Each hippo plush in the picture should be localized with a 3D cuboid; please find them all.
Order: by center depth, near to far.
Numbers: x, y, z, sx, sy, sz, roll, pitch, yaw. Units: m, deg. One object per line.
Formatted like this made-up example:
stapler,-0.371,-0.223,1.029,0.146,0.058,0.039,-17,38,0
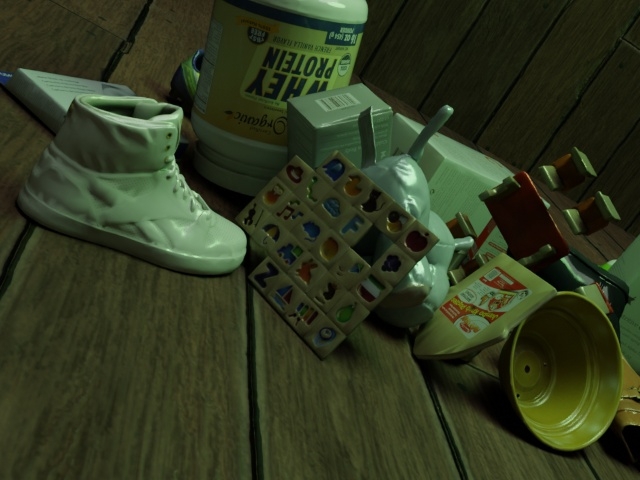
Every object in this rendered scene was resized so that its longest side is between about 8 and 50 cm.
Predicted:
hippo plush,0.076,-0.002,1.186,0.235,0.294,0.236,3,-18,23

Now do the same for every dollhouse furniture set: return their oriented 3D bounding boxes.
dollhouse furniture set,0.344,0.020,1.336,0.135,0.262,0.259,2,60,-62

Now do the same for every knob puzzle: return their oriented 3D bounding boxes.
knob puzzle,0.212,0.106,1.174,0.030,0.213,0.213,54,11,-20

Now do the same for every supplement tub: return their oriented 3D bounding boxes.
supplement tub,-0.072,-0.244,1.318,0.229,0.316,0.228,13,23,-6

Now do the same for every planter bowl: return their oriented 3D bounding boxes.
planter bowl,0.318,0.182,1.207,0.217,0.217,0.090,23,-18,-26

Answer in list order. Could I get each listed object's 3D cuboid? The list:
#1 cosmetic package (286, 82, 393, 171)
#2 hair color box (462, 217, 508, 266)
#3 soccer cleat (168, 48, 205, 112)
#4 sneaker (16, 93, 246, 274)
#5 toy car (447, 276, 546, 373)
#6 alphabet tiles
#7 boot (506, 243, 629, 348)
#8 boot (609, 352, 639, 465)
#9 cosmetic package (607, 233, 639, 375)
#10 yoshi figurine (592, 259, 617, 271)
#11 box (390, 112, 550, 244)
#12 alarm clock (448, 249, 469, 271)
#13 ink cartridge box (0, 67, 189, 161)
cosmetic package,0.024,-0.097,1.252,0.127,0.237,0.107,-17,39,-19
hair color box,0.363,0.006,1.688,0.093,0.167,0.053,29,19,-10
soccer cleat,-0.150,-0.240,1.549,0.289,0.121,0.093,38,12,16
sneaker,-0.175,-0.067,0.989,0.293,0.169,0.108,18,21,-41
toy car,0.247,0.136,1.343,0.239,0.053,0.225,23,20,-29
alphabet tiles,0.000,0.000,1.069,0.237,0.198,0.009,44,1,32
boot,0.431,0.108,1.526,0.247,0.094,0.207,29,42,4
boot,0.444,0.246,1.339,0.283,0.109,0.220,39,22,-3
cosmetic package,0.718,0.082,1.709,0.217,0.385,0.156,32,25,-3
yoshi figurine,0.764,0.124,1.968,0.362,0.203,0.203,14,46,43
box,0.291,-0.110,1.872,0.345,0.168,0.215,18,23,-36
alarm clock,0.217,0.004,1.632,0.129,0.064,0.192,36,21,9
ink cartridge box,-0.336,-0.197,1.256,0.224,0.045,0.223,39,19,20
